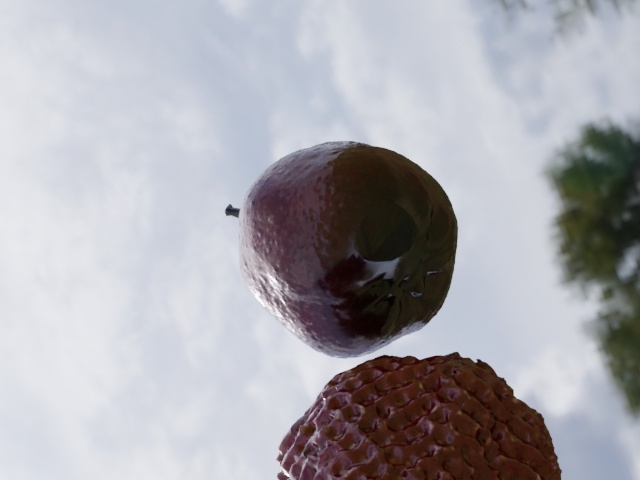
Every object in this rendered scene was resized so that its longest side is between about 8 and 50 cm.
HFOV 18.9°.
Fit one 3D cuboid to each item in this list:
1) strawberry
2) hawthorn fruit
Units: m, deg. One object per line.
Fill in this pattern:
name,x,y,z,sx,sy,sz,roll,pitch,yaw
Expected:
strawberry,0.100,0.270,1.730,0.351,0.267,0.312,-76,-39,-76
hawthorn fruit,0.000,0.000,2.001,0.210,0.266,0.230,-60,-33,-28
